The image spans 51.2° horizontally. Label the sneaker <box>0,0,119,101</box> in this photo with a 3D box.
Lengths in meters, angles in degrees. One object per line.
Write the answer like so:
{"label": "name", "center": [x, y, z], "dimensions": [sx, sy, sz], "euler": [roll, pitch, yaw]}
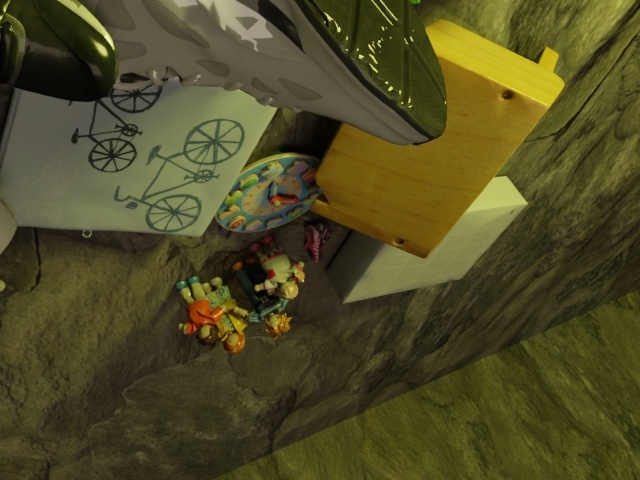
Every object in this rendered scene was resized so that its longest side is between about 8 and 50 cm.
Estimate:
{"label": "sneaker", "center": [-0.298, -0.153, 0.487], "dimensions": [0.283, 0.124, 0.107], "euler": [22, 139, -17]}

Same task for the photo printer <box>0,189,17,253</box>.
{"label": "photo printer", "center": [-0.523, -0.007, 0.733], "dimensions": [0.307, 0.107, 0.256], "euler": [-35, 141, 7]}

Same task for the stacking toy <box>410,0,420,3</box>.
{"label": "stacking toy", "center": [0.043, -0.266, 0.840], "dimensions": [0.221, 0.052, 0.167], "euler": [-50, 161, 6]}

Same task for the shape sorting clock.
{"label": "shape sorting clock", "center": [-0.081, -0.075, 1.130], "dimensions": [0.206, 0.040, 0.206], "euler": [-22, 151, -13]}

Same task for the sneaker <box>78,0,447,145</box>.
{"label": "sneaker", "center": [-0.094, -0.199, 0.635], "dimensions": [0.447, 0.169, 0.257], "euler": [31, 139, -33]}

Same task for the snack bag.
{"label": "snack bag", "center": [-0.257, -0.114, 0.897], "dimensions": [0.343, 0.037, 0.323], "euler": [2, 141, -35]}

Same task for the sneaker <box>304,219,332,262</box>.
{"label": "sneaker", "center": [0.000, 0.000, 1.332], "dimensions": [0.057, 0.047, 0.119], "euler": [-31, 156, -21]}

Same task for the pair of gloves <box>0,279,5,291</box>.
{"label": "pair of gloves", "center": [-0.571, 0.060, 0.903], "dimensions": [0.240, 0.042, 0.204], "euler": [-20, 150, -19]}

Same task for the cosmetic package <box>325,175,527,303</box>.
{"label": "cosmetic package", "center": [0.233, -0.005, 1.475], "dimensions": [0.377, 0.097, 0.284], "euler": [-8, 147, -35]}

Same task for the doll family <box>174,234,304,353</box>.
{"label": "doll family", "center": [-0.137, 0.120, 1.269], "dimensions": [0.263, 0.163, 0.118], "euler": [-29, 152, 0]}

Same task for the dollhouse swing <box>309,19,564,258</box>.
{"label": "dollhouse swing", "center": [0.196, -0.206, 1.124], "dimensions": [0.315, 0.305, 0.347], "euler": [23, 134, -9]}
